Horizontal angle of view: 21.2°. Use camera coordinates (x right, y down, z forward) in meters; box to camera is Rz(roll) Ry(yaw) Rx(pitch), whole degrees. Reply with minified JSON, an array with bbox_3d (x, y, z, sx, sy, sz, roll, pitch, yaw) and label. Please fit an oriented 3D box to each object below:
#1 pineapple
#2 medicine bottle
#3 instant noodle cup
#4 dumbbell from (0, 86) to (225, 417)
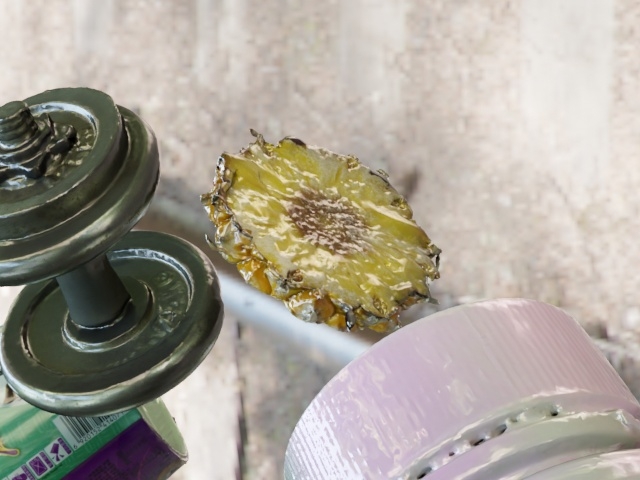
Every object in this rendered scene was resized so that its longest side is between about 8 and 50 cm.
[{"bbox_3d":[0.000,0.000,1.308,0.047,0.221,0.221,-57,47,33],"label":"pineapple"},{"bbox_3d":[0.133,0.216,0.950,0.325,0.256,0.256,59,139,40],"label":"medicine bottle"},{"bbox_3d":[-0.249,0.174,1.546,0.251,0.190,0.251,54,179,1],"label":"instant noodle cup"},{"bbox_3d":[-0.186,0.014,1.312,0.192,0.192,0.290,43,159,48],"label":"dumbbell"}]
